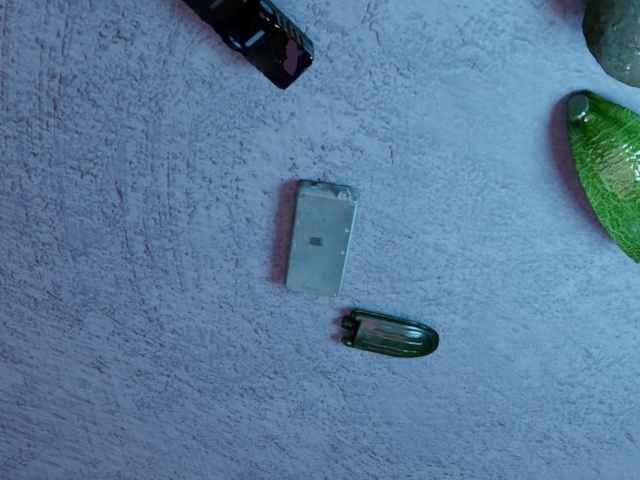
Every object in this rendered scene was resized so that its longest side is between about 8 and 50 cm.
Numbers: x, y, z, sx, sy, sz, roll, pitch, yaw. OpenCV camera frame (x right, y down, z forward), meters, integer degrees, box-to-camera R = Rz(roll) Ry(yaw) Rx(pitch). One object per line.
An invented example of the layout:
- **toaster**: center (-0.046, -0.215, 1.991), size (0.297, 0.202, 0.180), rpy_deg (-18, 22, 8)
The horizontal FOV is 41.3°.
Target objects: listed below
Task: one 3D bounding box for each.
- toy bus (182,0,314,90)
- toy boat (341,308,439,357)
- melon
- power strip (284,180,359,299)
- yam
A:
- **toy bus**: center (-0.178, -0.406, 1.334), size (0.093, 0.092, 0.409), rpy_deg (-39, 114, 24)
- **toy boat**: center (0.145, 0.198, 1.756), size (0.210, 0.052, 0.104), rpy_deg (12, 122, -5)
- **melon**: center (0.537, -0.116, 1.467), size (0.196, 0.124, 0.323), rpy_deg (-41, 115, 19)
- **power strip**: center (0.000, 0.000, 1.631), size (0.118, 0.046, 0.270), rpy_deg (10, 126, 0)
- **yam**: center (0.497, -0.393, 1.251), size (0.168, 0.168, 0.304), rpy_deg (9, 126, -2)
